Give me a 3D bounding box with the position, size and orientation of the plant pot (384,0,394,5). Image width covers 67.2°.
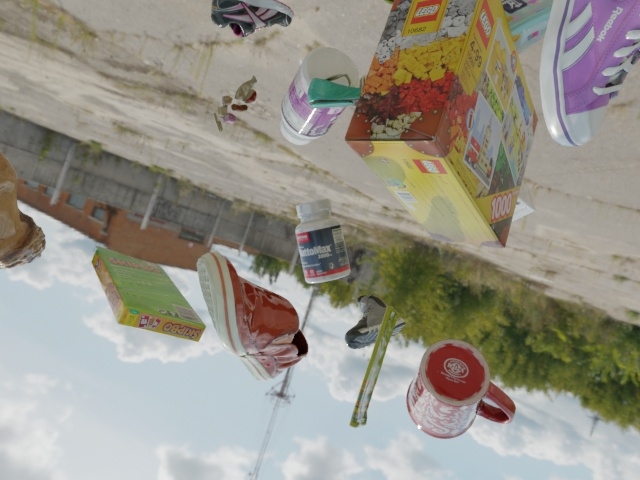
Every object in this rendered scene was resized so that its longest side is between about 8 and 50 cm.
[{"bbox_3d":[0.325,-1.009,1.668,0.366,0.366,0.353,19,-152,0],"label":"plant pot"}]

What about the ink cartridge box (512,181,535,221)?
[{"bbox_3d":[0.563,-0.156,1.638,0.273,0.115,0.198,27,137,-34],"label":"ink cartridge box"}]

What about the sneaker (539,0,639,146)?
[{"bbox_3d":[0.333,-0.227,0.503,0.102,0.282,0.161,-25,-147,-32],"label":"sneaker"}]

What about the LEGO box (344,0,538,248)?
[{"bbox_3d":[0.300,-0.250,1.062,0.193,0.372,0.500,10,164,37],"label":"LEGO box"}]

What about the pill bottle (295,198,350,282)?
[{"bbox_3d":[0.000,0.000,1.106,0.108,0.180,0.108,-12,-178,0],"label":"pill bottle"}]

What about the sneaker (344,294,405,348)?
[{"bbox_3d":[0.121,0.214,1.319,0.228,0.086,0.132,-2,-133,-47],"label":"sneaker"}]

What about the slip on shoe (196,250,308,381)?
[{"bbox_3d":[-0.085,0.105,0.658,0.331,0.101,0.123,73,171,-58],"label":"slip on shoe"}]

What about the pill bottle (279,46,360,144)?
[{"bbox_3d":[-0.018,-0.397,1.387,0.169,0.169,0.301,19,159,-15],"label":"pill bottle"}]

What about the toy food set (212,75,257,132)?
[{"bbox_3d":[-0.175,-0.279,0.989,0.019,0.122,0.078,37,160,20],"label":"toy food set"}]

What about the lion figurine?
[{"bbox_3d":[-0.717,-0.072,1.044,0.142,0.392,0.240,32,-143,12],"label":"lion figurine"}]

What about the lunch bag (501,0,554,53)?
[{"bbox_3d":[0.463,-0.533,1.199,0.160,0.223,0.262,63,-174,-14],"label":"lunch bag"}]

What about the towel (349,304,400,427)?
[{"bbox_3d":[0.109,0.247,0.945,0.021,0.237,0.102,16,170,17],"label":"towel"}]

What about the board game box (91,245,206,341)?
[{"bbox_3d":[-0.284,0.077,0.770,0.124,0.039,0.259,25,-174,-38],"label":"board game box"}]

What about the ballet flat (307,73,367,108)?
[{"bbox_3d":[0.087,-0.372,1.202,0.247,0.087,0.083,-2,-175,-19],"label":"ballet flat"}]

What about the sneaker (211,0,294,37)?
[{"bbox_3d":[-0.124,-0.387,0.828,0.072,0.077,0.178,36,-153,31],"label":"sneaker"}]

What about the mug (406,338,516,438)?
[{"bbox_3d":[0.205,0.214,0.709,0.150,0.113,0.169,-10,147,1],"label":"mug"}]
